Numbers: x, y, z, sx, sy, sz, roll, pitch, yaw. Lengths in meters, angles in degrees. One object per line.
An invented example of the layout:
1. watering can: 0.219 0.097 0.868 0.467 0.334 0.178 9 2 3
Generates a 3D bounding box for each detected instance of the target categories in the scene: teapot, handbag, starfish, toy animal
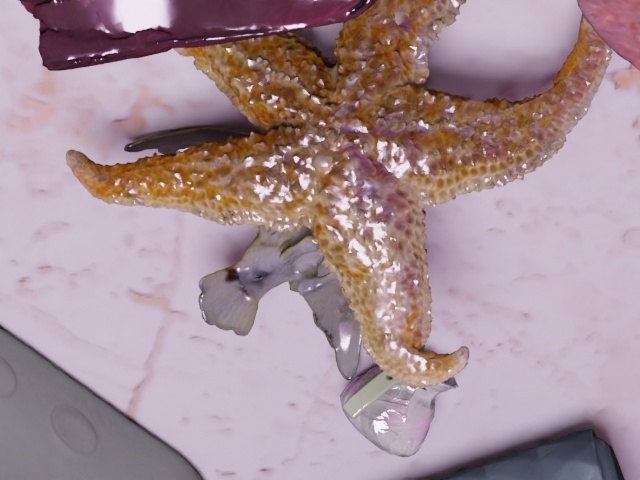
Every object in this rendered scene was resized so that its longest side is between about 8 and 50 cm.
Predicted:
1. teapot: 0.049 0.101 1.093 0.064 0.064 0.083 -52 152 12
2. handbag: -0.077 -0.209 0.906 0.216 0.074 0.203 -9 104 9
3. starfish: 0.009 -0.075 0.952 0.302 0.060 0.299 10 86 4
4. toy animal: 0.000 0.000 1.027 0.155 0.095 0.219 -27 116 17

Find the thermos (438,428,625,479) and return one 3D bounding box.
1. thermos: 0.083 0.242 1.138 0.286 0.145 0.182 -19 150 11

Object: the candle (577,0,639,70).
1. candle: 0.311 -0.133 0.874 0.317 0.131 0.287 31 147 -23

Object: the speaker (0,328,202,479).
1. speaker: -0.266 0.158 1.052 0.406 0.184 0.183 38 110 -18
